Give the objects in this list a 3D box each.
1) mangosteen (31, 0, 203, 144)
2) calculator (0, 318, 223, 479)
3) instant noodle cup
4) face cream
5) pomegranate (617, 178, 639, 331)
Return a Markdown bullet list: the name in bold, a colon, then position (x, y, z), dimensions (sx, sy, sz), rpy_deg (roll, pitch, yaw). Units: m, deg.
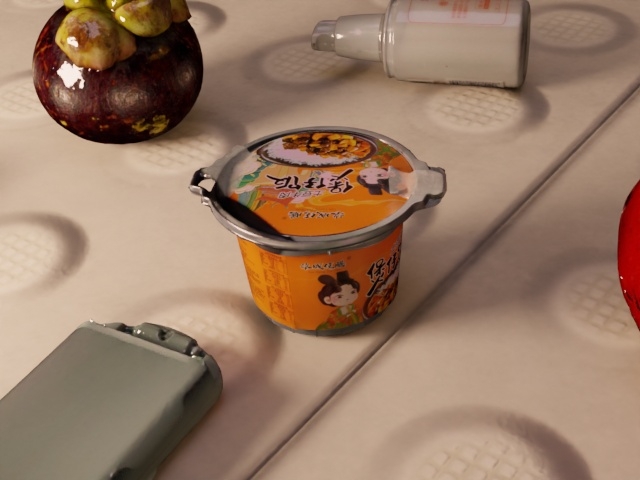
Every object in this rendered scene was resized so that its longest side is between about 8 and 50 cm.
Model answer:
- **mangosteen**: position (-0.220, -0.215, 1.132), dimensions (0.192, 0.217, 0.192), rpy_deg (2, 36, -2)
- **calculator**: position (-0.179, 0.142, 0.772), dimensions (0.141, 0.045, 0.246), rpy_deg (15, 40, 25)
- **instant noodle cup**: position (0.000, 0.000, 0.881), dimensions (0.208, 0.125, 0.177), rpy_deg (11, 38, 22)
- **face cream**: position (0.115, -0.235, 1.219), dimensions (0.251, 0.101, 0.101), rpy_deg (6, 37, 14)
- **pomegranate**: position (0.334, 0.012, 0.763), dimensions (0.235, 0.210, 0.210), rpy_deg (14, 32, -16)
